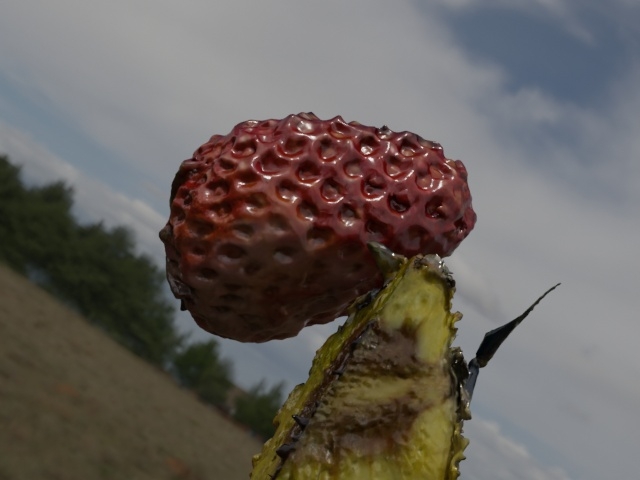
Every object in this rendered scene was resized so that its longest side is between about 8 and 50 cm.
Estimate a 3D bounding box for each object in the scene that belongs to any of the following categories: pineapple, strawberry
[{"bbox_3d":[0.048,0.156,1.197,0.158,0.334,0.161,26,-9,-5],"label":"pineapple"},{"bbox_3d":[0.000,0.000,1.488,0.149,0.336,0.265,-95,174,-56],"label":"strawberry"}]
